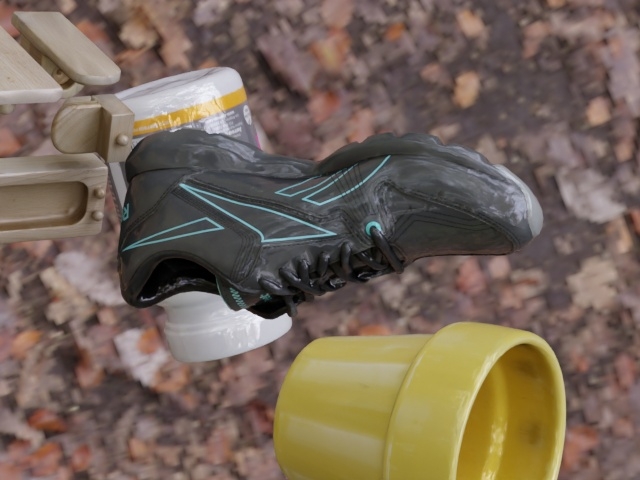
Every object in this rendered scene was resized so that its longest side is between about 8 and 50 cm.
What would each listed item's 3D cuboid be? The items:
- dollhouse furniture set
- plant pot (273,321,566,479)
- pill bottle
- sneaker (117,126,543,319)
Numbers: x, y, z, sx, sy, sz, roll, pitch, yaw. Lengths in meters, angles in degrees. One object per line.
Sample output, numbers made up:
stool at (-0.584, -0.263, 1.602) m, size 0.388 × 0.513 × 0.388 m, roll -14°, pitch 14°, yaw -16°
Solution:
dollhouse furniture set at (-0.175, -0.048, 1.147) m, size 0.144 × 0.123 × 0.151 m, roll -5°, pitch 119°, yaw -31°
plant pot at (0.092, 0.199, 1.935) m, size 0.254 × 0.239 × 0.254 m, roll -22°, pitch 116°, yaw -55°
pill bottle at (-0.126, -0.027, 1.933) m, size 0.162 × 0.162 × 0.278 m, roll -23°, pitch 104°, yaw -33°
sneaker at (0.000, 0.000, 1.113) m, size 0.101 × 0.267 × 0.106 m, roll 54°, pitch 44°, yaw -52°
